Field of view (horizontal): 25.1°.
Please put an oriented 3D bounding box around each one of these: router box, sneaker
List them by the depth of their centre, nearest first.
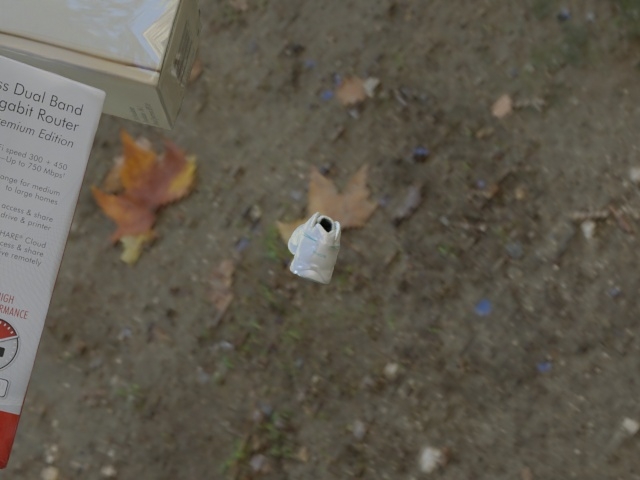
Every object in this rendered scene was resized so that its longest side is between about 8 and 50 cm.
[{"bbox_3d":[-0.359,-0.016,1.048,0.082,0.335,0.301,1,76,63],"label":"router box"},{"bbox_3d":[0.000,0.000,1.504,0.152,0.053,0.061,-105,34,-77],"label":"sneaker"}]

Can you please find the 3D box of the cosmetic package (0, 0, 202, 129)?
[{"bbox_3d":[-0.268,-0.201,1.250,0.309,0.160,0.113,14,81,2],"label":"cosmetic package"}]
